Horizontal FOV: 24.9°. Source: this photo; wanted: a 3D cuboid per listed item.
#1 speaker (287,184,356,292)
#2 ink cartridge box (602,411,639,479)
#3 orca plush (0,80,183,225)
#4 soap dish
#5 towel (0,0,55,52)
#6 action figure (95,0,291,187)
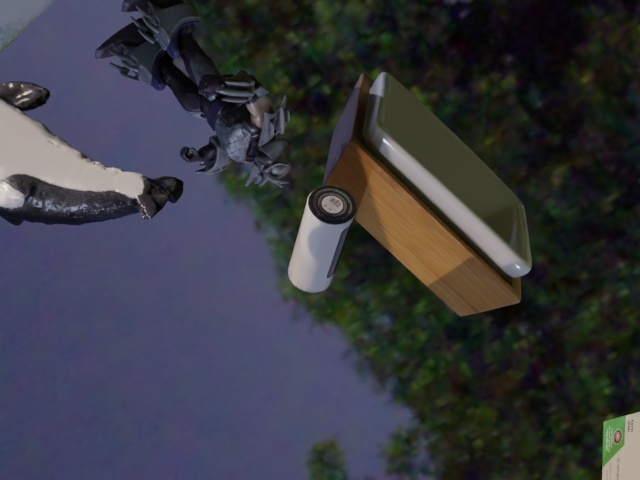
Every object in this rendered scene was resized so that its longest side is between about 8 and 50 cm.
[{"bbox_3d":[0.000,0.000,1.617,0.055,0.136,0.055,6,-127,-9],"label":"speaker"},{"bbox_3d":[0.521,0.327,2.153,0.087,0.208,0.153,22,-120,-29],"label":"ink cartridge box"},{"bbox_3d":[-0.271,-0.061,1.351,0.287,0.102,0.151,8,-128,-1],"label":"orca plush"},{"bbox_3d":[0.129,-0.055,1.797,0.291,0.118,0.229,43,-158,-15],"label":"soap dish"},{"bbox_3d":[-0.388,-0.289,1.561,0.090,0.320,0.374,49,-177,7],"label":"towel"},{"bbox_3d":[-0.131,-0.163,1.687,0.099,0.185,0.285,-31,-109,-37],"label":"action figure"}]
